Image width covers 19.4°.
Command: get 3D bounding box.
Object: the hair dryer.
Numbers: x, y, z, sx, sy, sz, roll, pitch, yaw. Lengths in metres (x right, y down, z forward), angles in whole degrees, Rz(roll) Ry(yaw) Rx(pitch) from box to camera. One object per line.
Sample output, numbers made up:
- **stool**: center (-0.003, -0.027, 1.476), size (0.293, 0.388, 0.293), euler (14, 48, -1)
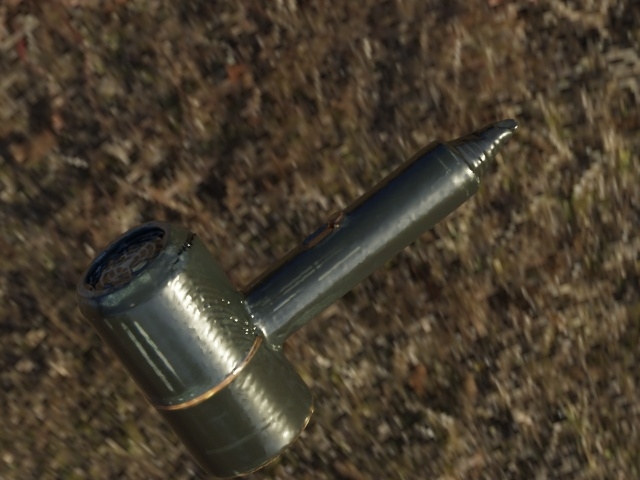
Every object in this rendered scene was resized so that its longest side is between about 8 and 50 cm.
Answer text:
- **hair dryer**: center (0.000, 0.000, 1.409), size (0.352, 0.189, 0.107), euler (-39, 27, -8)
